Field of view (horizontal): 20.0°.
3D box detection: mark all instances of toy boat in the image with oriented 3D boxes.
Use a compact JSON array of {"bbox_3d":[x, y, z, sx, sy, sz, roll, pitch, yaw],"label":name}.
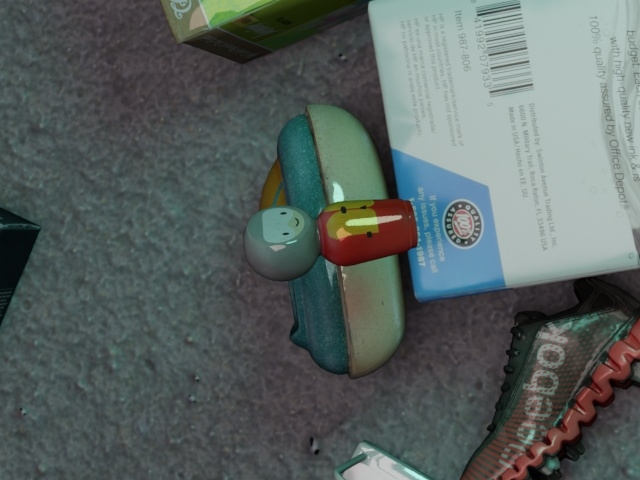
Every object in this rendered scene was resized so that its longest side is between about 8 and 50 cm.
[{"bbox_3d":[0.000,0.000,1.679,0.148,0.318,0.267,-9,87,-4],"label":"toy boat"}]

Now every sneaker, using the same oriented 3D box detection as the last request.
[{"bbox_3d":[0.211,0.145,1.731,0.135,0.097,0.276,42,87,15],"label":"sneaker"}]

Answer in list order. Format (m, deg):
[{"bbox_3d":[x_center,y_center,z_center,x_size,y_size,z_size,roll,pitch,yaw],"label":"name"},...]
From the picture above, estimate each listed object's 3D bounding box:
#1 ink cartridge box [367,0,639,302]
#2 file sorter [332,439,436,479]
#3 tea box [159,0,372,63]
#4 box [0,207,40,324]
[{"bbox_3d":[0.269,-0.113,1.691,0.395,0.166,0.285,-9,88,13],"label":"ink cartridge box"},{"bbox_3d":[0.045,0.368,1.744,0.193,0.173,0.277,28,96,11],"label":"file sorter"},{"bbox_3d":[-0.023,-0.384,1.735,0.324,0.220,0.329,-23,85,13],"label":"tea box"},{"bbox_3d":[-0.410,0.046,1.886,0.153,0.108,0.207,26,95,12],"label":"box"}]
